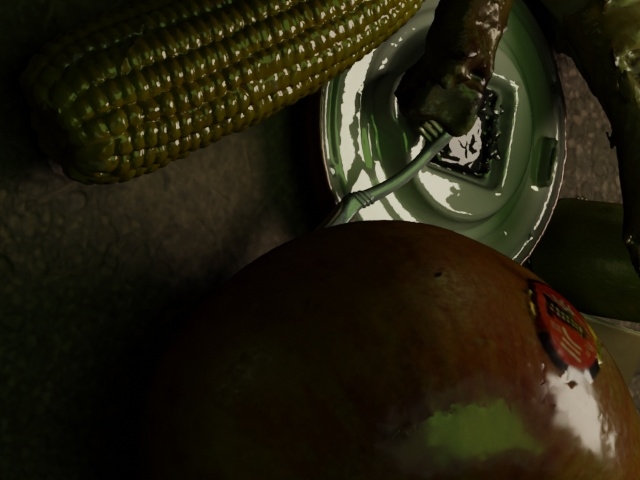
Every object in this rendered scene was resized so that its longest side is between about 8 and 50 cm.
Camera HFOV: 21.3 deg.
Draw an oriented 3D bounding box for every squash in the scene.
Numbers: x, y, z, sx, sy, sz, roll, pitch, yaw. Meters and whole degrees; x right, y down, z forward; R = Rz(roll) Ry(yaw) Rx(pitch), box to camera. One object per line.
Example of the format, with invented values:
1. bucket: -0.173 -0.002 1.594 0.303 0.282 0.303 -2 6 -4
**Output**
1. squash: 0.301 0.024 1.646 0.123 0.186 0.123 -7 102 -37

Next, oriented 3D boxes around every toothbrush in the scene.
1. toothbrush: 0.000 0.000 1.435 0.375 0.028 0.037 -45 107 -13

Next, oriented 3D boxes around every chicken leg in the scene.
1. chicken leg: 0.299 -0.161 1.594 0.201 0.152 0.429 16 57 -42
2. chicken leg: 0.156 -0.280 1.442 0.211 0.140 0.361 92 8 -53

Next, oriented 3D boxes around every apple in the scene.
1. apple: 0.052 0.173 1.332 0.400 0.333 0.400 -7 119 -13

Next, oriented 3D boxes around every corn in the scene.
1. corn: -0.066 -0.155 1.328 0.344 0.131 0.131 -29 110 -20

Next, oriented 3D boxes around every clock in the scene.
1. clock: 0.114 -0.102 1.548 0.318 0.080 0.319 -2 93 -41

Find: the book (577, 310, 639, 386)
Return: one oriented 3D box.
1. book: 0.235 0.168 1.658 0.138 0.016 0.199 18 98 -39
